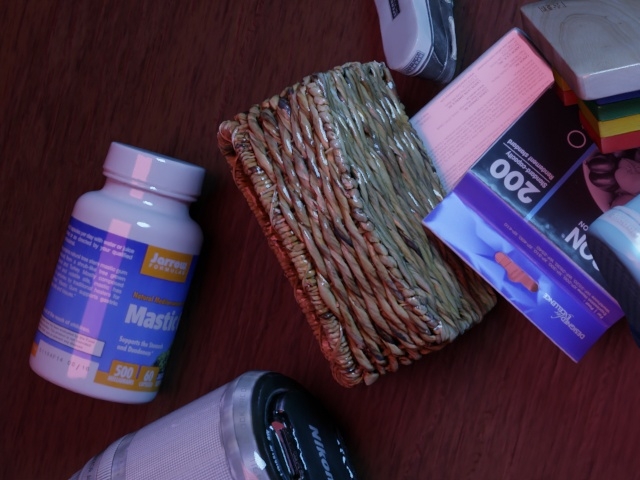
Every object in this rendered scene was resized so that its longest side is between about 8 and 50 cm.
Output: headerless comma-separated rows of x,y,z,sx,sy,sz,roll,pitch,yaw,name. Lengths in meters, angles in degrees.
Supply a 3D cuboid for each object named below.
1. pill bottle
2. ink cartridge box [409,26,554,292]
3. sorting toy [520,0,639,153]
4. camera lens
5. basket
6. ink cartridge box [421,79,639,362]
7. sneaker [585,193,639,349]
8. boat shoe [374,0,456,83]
-0.219,0.034,1.609,0.152,0.152,0.272,19,94,25,pill bottle
0.208,-0.079,1.489,0.181,0.056,0.225,-41,87,16,ink cartridge box
0.336,-0.170,1.305,0.255,0.257,0.089,-12,112,1,sorting toy
-0.109,0.278,1.501,0.274,0.219,0.219,-29,75,20,camera lens
0.000,0.000,1.439,0.223,0.213,0.299,-25,92,28,basket
0.241,-0.025,1.385,0.206,0.045,0.208,42,72,6,ink cartridge box
0.379,0.035,1.282,0.208,0.319,0.127,-39,47,-3,sneaker
0.103,-0.259,1.526,0.078,0.070,0.219,-37,45,45,boat shoe
